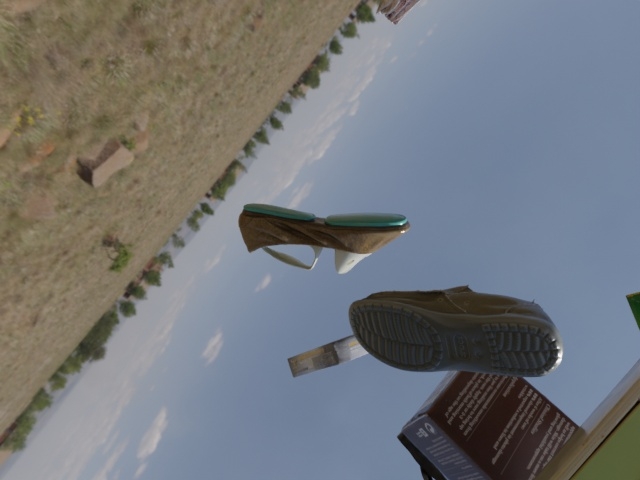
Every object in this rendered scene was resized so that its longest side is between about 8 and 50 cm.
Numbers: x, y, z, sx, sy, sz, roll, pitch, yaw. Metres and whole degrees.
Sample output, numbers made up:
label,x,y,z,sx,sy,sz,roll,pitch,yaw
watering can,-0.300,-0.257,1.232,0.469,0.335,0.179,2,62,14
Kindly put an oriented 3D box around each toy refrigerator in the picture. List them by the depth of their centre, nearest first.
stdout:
label,x,y,z,sx,sy,sz,roll,pitch,yaw
toy refrigerator,0.380,0.235,0.499,0.269,0.102,0.094,-45,151,-3

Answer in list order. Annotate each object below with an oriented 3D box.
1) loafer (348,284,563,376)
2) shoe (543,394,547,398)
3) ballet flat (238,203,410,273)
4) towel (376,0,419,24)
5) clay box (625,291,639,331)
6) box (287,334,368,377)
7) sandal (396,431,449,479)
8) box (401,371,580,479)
label,x,y,z,sx,sy,sz,roll,pitch,yaw
loafer,0.154,0.105,0.522,0.251,0.094,0.087,3,-160,31
shoe,0.447,0.395,0.929,0.219,0.076,0.058,0,141,-46
ballet flat,0.000,0.000,0.842,0.116,0.342,0.124,-52,145,-72
towel,0.155,-0.493,0.565,0.317,0.053,0.332,-98,-159,-74
clay box,0.555,0.139,0.640,0.053,0.222,0.127,-35,-123,50
box,0.046,0.289,1.117,0.183,0.056,0.231,-9,163,-36
sandal,0.295,0.626,1.135,0.054,0.097,0.254,-44,-125,-7
box,0.351,0.384,0.721,0.191,0.381,0.143,-37,158,-30
